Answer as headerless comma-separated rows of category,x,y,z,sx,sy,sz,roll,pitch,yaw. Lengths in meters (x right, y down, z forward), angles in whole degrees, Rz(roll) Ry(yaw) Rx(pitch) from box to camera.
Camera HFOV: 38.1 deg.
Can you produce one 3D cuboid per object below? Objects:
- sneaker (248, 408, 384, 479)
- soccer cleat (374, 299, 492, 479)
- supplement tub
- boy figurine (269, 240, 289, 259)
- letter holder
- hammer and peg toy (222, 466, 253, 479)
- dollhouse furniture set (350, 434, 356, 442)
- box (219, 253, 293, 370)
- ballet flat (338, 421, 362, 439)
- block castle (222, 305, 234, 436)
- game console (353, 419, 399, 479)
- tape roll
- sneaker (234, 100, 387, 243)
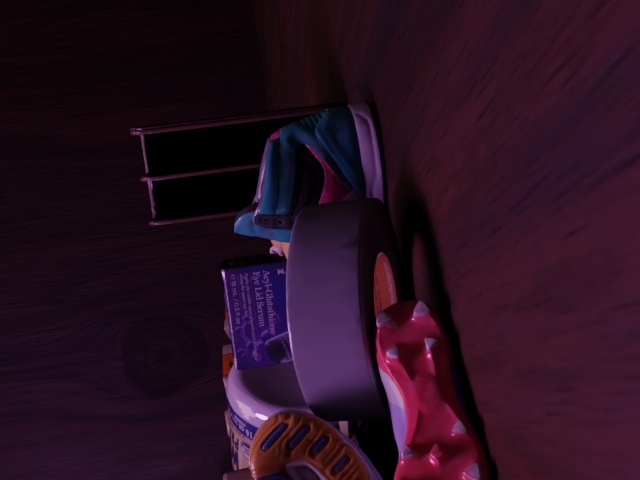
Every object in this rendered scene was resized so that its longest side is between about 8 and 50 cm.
sneaker,0.055,0.271,0.849,0.296,0.112,0.131,53,179,6
soccer cleat,0.096,0.168,0.793,0.095,0.083,0.248,61,-164,-58
supplement tub,-0.037,0.341,1.542,0.228,0.228,0.316,-106,14,-59
boy figurine,0.000,0.000,1.233,0.177,0.092,0.285,5,107,40
letter holder,-0.111,-0.112,1.356,0.214,0.302,0.152,-136,38,-81
hammer and peg toy,-0.050,0.399,1.230,0.361,0.127,0.266,108,150,-76
dollhouse furniture set,0.102,0.312,1.171,0.151,0.123,0.144,42,159,20
box,-0.036,0.094,1.365,0.108,0.207,0.153,-135,37,-82
ballet flat,0.069,0.314,1.306,0.086,0.086,0.248,91,171,-60
block castle,-0.057,0.280,1.945,0.453,0.213,0.303,-94,-12,-50
game console,0.105,0.353,0.970,0.213,0.044,0.361,148,113,-74
tape roll,0.033,0.069,0.924,0.219,0.072,0.219,-5,-90,-74
sneaker,-0.009,-0.004,1.077,0.124,0.178,0.295,-162,64,-84
